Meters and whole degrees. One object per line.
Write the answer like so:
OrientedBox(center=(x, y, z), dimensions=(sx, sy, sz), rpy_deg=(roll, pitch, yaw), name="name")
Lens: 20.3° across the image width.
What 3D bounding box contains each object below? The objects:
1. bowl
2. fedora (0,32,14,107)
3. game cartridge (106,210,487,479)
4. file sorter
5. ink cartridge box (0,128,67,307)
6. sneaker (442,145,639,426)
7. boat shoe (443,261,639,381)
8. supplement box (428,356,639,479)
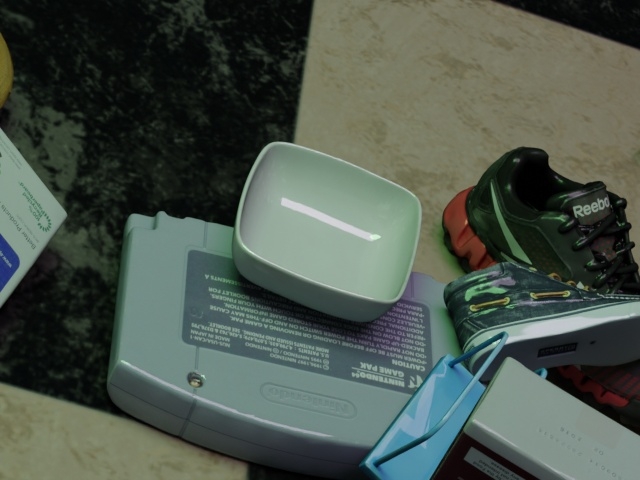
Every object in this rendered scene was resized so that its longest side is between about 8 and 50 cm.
OrientedBox(center=(0.000, 0.000, 1.383), dimensions=(0.142, 0.053, 0.142), rpy_deg=(22, 42, -5), name="bowl")
OrientedBox(center=(-0.343, -0.141, 1.413), dimensions=(0.194, 0.079, 0.194), rpy_deg=(19, 42, -18), name="fedora")
OrientedBox(center=(-0.015, 0.087, 1.367), dimensions=(0.294, 0.060, 0.196), rpy_deg=(14, 40, -13), name="game cartridge")
OrientedBox(center=(0.141, 0.165, 1.276), dimensions=(0.170, 0.104, 0.118), rpy_deg=(43, 57, -4), name="file sorter")
OrientedBox(center=(-0.307, 0.024, 1.221), dimensions=(0.165, 0.065, 0.332), rpy_deg=(56, 35, -21), name="ink cartridge box")
OrientedBox(center=(0.218, 0.030, 1.476), dimensions=(0.098, 0.135, 0.276), rpy_deg=(-20, 60, -41), name="sneaker")
OrientedBox(center=(0.190, 0.052, 1.400), dimensions=(0.183, 0.065, 0.083), rpy_deg=(-7, 50, -16), name="boat shoe")
OrientedBox(center=(0.121, 0.201, 1.177), dimensions=(0.130, 0.239, 0.073), rpy_deg=(31, 42, 6), name="supplement box")
